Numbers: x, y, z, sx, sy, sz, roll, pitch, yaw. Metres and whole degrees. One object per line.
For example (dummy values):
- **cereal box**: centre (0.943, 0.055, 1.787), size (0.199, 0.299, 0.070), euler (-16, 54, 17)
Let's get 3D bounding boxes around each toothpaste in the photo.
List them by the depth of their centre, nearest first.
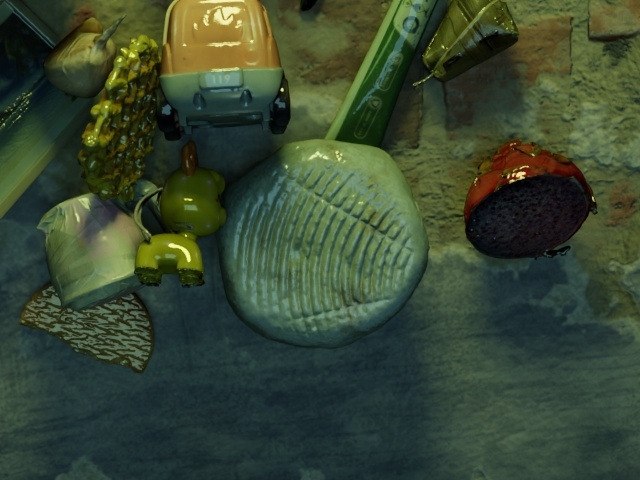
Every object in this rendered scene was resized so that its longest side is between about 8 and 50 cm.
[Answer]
- **toothpaste**: centre (0.117, -0.301, 1.857), size (0.098, 0.061, 0.392), euler (20, 107, -15)

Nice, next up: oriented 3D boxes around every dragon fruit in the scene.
- **dragon fruit**: centre (0.330, -0.086, 1.929), size (0.223, 0.148, 0.218), euler (3, 138, -20)

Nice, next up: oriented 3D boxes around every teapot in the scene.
- **teapot**: centre (-0.328, -0.004, 1.821), size (0.221, 0.163, 0.178), euler (-23, 87, 2)

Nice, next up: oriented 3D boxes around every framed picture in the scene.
- **framed picture**: centre (-0.492, -0.194, 1.742), size (0.232, 0.024, 0.315), euler (43, 71, -18)

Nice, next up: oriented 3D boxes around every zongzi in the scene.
- **zongzi**: centre (0.201, -0.354, 1.859), size (0.189, 0.081, 0.178), euler (-28, 88, 15)

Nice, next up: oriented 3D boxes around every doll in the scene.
- **doll**: centre (-0.209, -0.041, 1.764), size (0.135, 0.143, 0.221), euler (5, 73, 2)

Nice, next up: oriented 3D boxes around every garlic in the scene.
- **garlic**: centre (-0.342, -0.273, 1.704), size (0.090, 0.198, 0.129), euler (32, 84, -18)

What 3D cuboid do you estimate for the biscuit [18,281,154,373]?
- **biscuit**: centre (-0.373, 0.126, 1.927), size (0.224, 0.033, 0.144), euler (23, 99, -15)

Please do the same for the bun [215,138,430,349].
- **bun**: centre (0.006, 0.002, 1.855), size (0.354, 0.194, 0.355), euler (0, 103, 2)

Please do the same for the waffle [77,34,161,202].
- **waffle**: centre (-0.288, -0.180, 1.729), size (0.058, 0.243, 0.238), euler (19, 67, 9)

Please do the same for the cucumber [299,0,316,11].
- **cucumber**: centre (0.004, -0.443, 1.806), size (0.036, 0.033, 0.184), euler (6, 109, -30)

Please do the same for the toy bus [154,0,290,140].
- **toy bus**: centre (-0.151, -0.268, 1.722), size (0.194, 0.287, 0.232), euler (-6, 92, -3)
